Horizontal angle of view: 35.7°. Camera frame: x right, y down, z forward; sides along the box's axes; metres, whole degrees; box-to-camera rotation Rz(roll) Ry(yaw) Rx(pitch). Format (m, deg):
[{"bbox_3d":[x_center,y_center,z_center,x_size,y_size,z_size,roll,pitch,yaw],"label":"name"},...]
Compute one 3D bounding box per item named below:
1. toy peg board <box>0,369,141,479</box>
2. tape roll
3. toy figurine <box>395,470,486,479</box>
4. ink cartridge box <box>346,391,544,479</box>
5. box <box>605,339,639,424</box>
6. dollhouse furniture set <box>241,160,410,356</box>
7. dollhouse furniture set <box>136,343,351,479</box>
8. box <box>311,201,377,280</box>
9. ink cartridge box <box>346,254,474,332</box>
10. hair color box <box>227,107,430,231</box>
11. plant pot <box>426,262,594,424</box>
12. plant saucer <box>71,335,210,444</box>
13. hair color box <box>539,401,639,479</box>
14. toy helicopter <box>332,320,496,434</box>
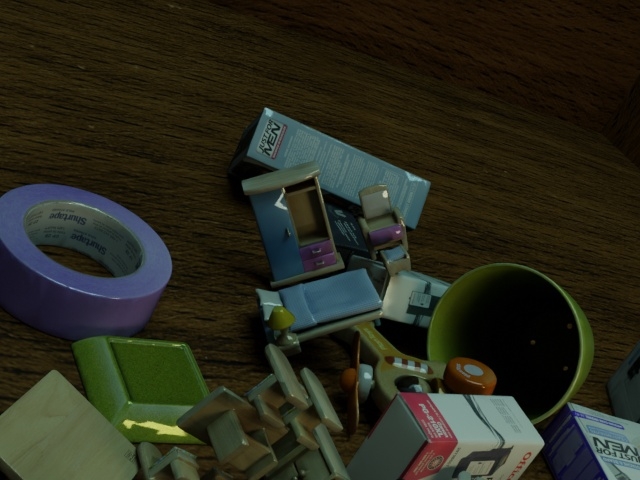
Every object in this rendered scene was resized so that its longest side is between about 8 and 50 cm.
[{"bbox_3d":[-0.315,0.262,1.158,0.160,0.079,0.161,45,26,-3],"label":"toy peg board"},{"bbox_3d":[-0.366,0.030,1.487,0.274,0.090,0.275,23,26,-12],"label":"tape roll"},{"bbox_3d":[0.166,0.418,1.281,0.213,0.148,0.209,2,31,-41],"label":"toy figurine"},{"bbox_3d":[0.180,0.315,1.434,0.237,0.172,0.100,9,33,-36],"label":"ink cartridge box"},{"bbox_3d":[0.653,0.317,1.919,0.087,0.169,0.290,27,27,-6],"label":"box"},{"bbox_3d":[0.019,0.016,1.627,0.286,0.198,0.303,-16,28,-2],"label":"dollhouse furniture set"},{"bbox_3d":[-0.086,0.239,1.268,0.242,0.212,0.161,43,13,-44],"label":"dollhouse furniture set"},{"bbox_3d":[0.000,0.000,1.908,0.158,0.093,0.156,11,30,-31],"label":"box"},{"bbox_3d":[0.162,0.103,1.836,0.208,0.087,0.153,16,4,-28],"label":"ink cartridge box"},{"bbox_3d":[0.014,-0.129,2.039,0.374,0.114,0.185,24,-14,-13],"label":"hair color box"},{"bbox_3d":[0.374,0.190,1.767,0.275,0.275,0.293,44,16,28],"label":"plant pot"},{"bbox_3d":[-0.231,0.197,1.373,0.188,0.045,0.188,10,32,-35],"label":"plant saucer"},{"bbox_3d":[0.510,0.433,1.636,0.185,0.110,0.339,19,29,-23],"label":"hair color box"},{"bbox_3d":[0.103,0.213,1.637,0.234,0.140,0.355,-1,27,-32],"label":"toy helicopter"}]
